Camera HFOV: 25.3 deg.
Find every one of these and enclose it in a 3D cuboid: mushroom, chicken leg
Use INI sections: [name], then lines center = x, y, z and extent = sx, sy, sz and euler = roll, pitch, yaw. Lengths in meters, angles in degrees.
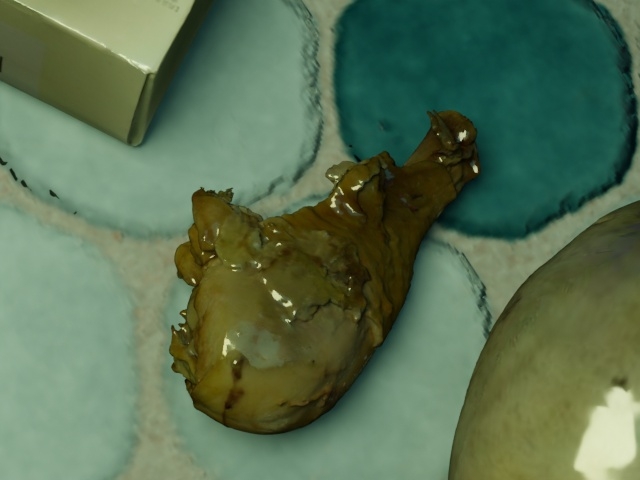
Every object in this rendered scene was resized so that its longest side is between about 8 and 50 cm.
[mushroom]
center = 0.157, 0.106, 0.608
extent = 0.255, 0.184, 0.254
euler = -18, 119, -35
[chicken leg]
center = 0.002, 0.002, 0.662
extent = 0.101, 0.085, 0.207
euler = 35, 57, 14

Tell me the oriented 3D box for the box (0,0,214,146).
[box]
center = -0.141, -0.169, 0.668
extent = 0.212, 0.095, 0.168
euler = 27, 66, -4
